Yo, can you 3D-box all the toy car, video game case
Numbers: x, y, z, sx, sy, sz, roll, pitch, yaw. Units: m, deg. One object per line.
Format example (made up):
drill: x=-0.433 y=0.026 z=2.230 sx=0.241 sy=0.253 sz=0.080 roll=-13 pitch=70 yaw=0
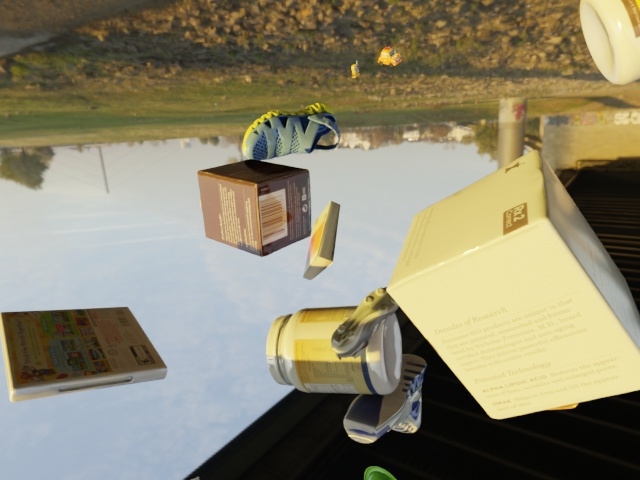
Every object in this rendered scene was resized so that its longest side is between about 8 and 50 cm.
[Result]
toy car: x=0.135 y=-0.431 z=1.065 sx=0.122 sy=0.040 sz=0.060 roll=-31 pitch=-133 yaw=-9
video game case: x=-0.389 y=0.170 z=0.716 sx=0.207 sy=0.026 sz=0.227 roll=4 pitch=-163 yaw=-40

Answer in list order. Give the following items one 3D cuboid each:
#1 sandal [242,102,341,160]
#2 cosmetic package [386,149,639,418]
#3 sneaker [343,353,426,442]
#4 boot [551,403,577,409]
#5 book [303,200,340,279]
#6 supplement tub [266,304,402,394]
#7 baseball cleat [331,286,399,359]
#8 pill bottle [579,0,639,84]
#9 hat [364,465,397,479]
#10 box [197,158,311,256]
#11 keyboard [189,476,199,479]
sandal: x=-0.065 y=-0.291 z=1.232 sx=0.318 sy=0.126 sz=0.138 roll=-26 pitch=-120 yaw=-24
cosmetic package: x=0.190 y=0.043 z=0.431 sx=0.152 sy=0.183 sz=0.151 roll=-32 pitch=-166 yaw=35
sneaker: x=0.204 y=0.467 z=1.196 sx=0.128 sy=0.182 sz=0.316 roll=4 pitch=-159 yaw=38
boot: x=0.350 y=0.174 z=0.745 sx=0.104 sy=0.211 sz=0.295 roll=13 pitch=157 yaw=-5
book: x=0.000 y=0.000 z=0.917 sx=0.035 sy=0.144 sz=0.096 roll=21 pitch=144 yaw=-15
supplement tub: x=0.040 y=0.289 z=1.175 sx=0.317 sy=0.228 sz=0.228 roll=-6 pitch=-167 yaw=24
baseball cleat: x=0.107 y=0.188 z=1.001 sx=0.206 sy=0.109 sz=0.072 roll=-35 pitch=-129 yaw=-16
pill bottle: x=0.398 y=-0.259 z=0.446 sx=0.215 sy=0.117 sz=0.117 roll=-22 pitch=-173 yaw=23
hat: x=0.169 y=0.877 z=1.449 sx=0.184 sy=0.172 sz=0.209 roll=-15 pitch=180 yaw=-43
box: x=-0.150 y=-0.084 z=1.023 sx=0.203 sy=0.168 sz=0.167 roll=18 pitch=-151 yaw=37
keyboard: x=-0.324 y=0.553 z=0.828 sx=0.014 sy=0.256 sz=0.072 roll=38 pitch=-178 yaw=30
